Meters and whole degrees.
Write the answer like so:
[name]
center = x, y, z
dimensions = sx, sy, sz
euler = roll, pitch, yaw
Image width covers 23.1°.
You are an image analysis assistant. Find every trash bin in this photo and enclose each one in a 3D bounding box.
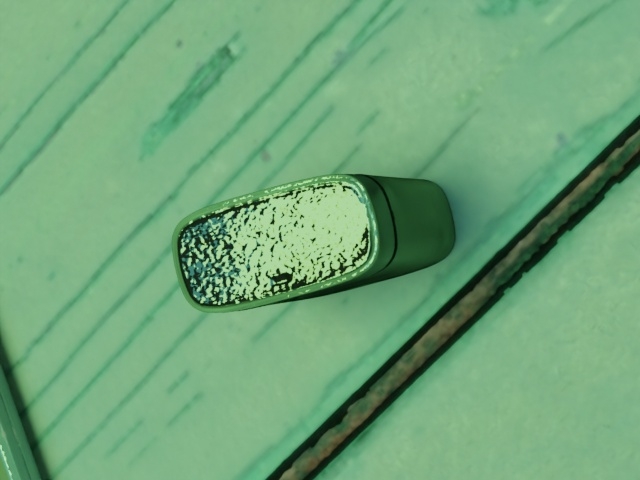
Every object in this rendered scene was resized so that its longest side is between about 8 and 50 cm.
[trash bin]
center = 0.000, 0.000, 0.848
dimensions = 0.116, 0.130, 0.059
euler = -14, 86, 22

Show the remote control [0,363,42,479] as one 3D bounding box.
[remote control]
center = -0.241, 0.092, 0.996
dimensions = 0.087, 0.047, 0.244
euler = -23, 83, 25
